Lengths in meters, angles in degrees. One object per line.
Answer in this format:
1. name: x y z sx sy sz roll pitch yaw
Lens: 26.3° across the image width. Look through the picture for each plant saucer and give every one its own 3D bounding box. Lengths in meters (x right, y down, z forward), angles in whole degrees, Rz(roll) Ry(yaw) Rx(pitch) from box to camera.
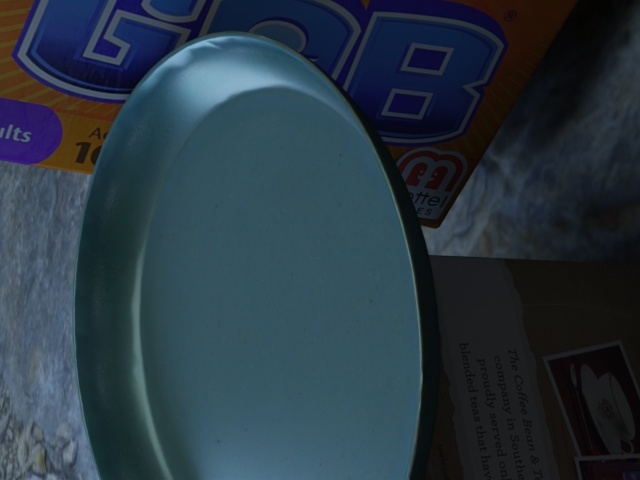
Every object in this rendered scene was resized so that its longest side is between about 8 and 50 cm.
1. plant saucer: -0.039 0.050 0.727 0.317 0.044 0.317 2 93 53

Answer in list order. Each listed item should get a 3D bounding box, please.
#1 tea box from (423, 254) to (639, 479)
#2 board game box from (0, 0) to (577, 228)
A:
1. tea box: 0.064 0.211 0.820 0.323 0.220 0.329 -35 59 51
2. board game box: -0.048 -0.275 0.872 0.356 0.356 0.356 -61 32 37
